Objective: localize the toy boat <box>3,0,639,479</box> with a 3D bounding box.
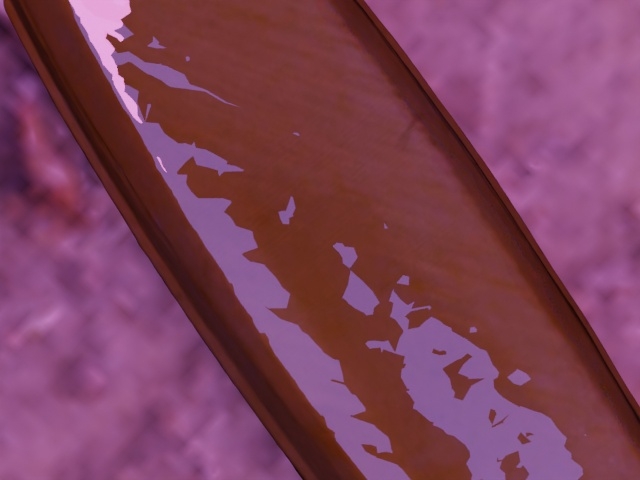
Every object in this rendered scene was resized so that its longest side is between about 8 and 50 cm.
[{"bbox_3d":[0.000,0.000,0.354,0.057,0.077,0.200,-35,93,-7],"label":"toy boat"}]
